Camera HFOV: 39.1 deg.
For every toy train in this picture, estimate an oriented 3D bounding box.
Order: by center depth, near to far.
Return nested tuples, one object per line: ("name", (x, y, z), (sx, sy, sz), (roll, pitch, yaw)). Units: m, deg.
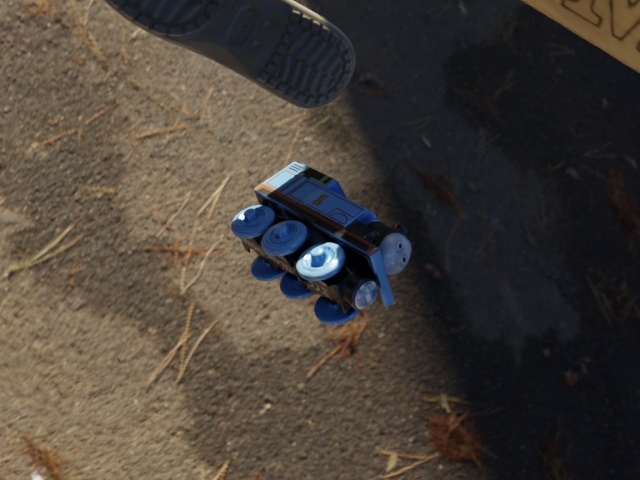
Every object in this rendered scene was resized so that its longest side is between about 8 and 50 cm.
("toy train", (0.000, 0.000, 0.795), (0.105, 0.184, 0.080), (-39, 131, -21))

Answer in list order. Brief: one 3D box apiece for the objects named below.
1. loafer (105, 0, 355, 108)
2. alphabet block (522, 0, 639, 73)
("loafer", (-0.094, -0.202, 0.749), (0.268, 0.102, 0.092), (34, 9, -23))
("alphabet block", (0.307, -0.279, 0.774), (0.197, 0.193, 0.192), (39, 75, 20))
